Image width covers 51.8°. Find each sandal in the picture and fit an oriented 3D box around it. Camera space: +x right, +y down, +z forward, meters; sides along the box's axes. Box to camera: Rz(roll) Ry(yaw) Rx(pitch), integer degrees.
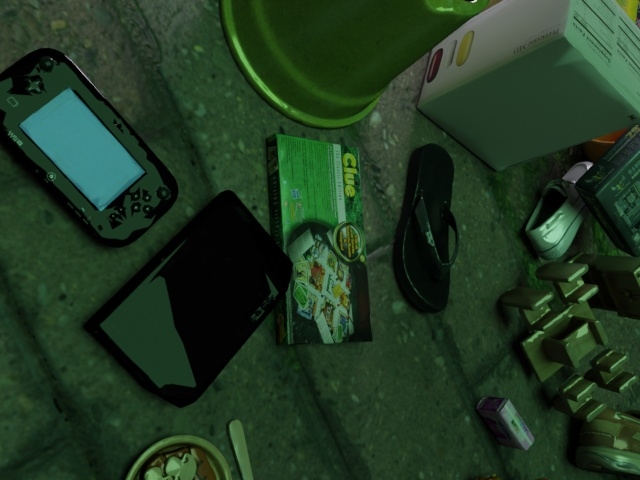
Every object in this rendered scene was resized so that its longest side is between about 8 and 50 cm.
[{"bbox_3d":[0.160,-0.025,0.943,0.097,0.054,0.254,16,70,-34],"label":"sandal"}]

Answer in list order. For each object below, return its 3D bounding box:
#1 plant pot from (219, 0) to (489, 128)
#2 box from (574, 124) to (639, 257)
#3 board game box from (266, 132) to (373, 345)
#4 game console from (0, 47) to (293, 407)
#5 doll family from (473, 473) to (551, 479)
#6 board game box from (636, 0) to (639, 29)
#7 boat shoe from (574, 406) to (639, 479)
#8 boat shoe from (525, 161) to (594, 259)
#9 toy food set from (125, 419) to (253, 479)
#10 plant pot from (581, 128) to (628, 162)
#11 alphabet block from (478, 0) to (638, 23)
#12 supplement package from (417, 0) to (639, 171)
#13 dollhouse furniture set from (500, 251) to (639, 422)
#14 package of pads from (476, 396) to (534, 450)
[{"bbox_3d":[0.059,-0.307,0.803,0.276,0.254,0.276,10,73,-35],"label":"plant pot"},{"bbox_3d":[0.559,-0.111,1.104,0.233,0.059,0.183,-47,123,2],"label":"box"},{"bbox_3d":[0.000,0.000,0.832,0.136,0.030,0.260,4,77,-35],"label":"board game box"},{"bbox_3d":[-0.195,-0.021,0.671,0.361,0.044,0.213,50,56,-17],"label":"game console"},{"bbox_3d":[0.268,0.410,0.910,0.263,0.118,0.163,3,84,-19],"label":"doll family"},{"bbox_3d":[0.717,-0.451,1.482,0.141,0.048,0.170,-23,94,-40],"label":"board game box"},{"bbox_3d":[0.561,0.351,1.131,0.324,0.123,0.116,22,65,-34],"label":"boat shoe"},{"bbox_3d":[0.423,-0.071,1.141,0.076,0.083,0.226,47,56,-21],"label":"boat shoe"},{"bbox_3d":[-0.136,0.262,0.657,0.192,0.038,0.132,-14,88,-39],"label":"toy food set"},{"bbox_3d":[0.617,-0.162,1.256,0.205,0.205,0.188,-49,125,-34],"label":"plant pot"},{"bbox_3d":[0.419,-0.451,1.153,0.193,0.197,0.192,32,62,-28],"label":"alphabet block"},{"bbox_3d":[0.316,-0.243,0.982,0.204,0.262,0.145,31,62,-28],"label":"supplement package"},{"bbox_3d":[0.419,0.129,1.087,0.242,0.161,0.212,-32,101,-16],"label":"dollhouse furniture set"},{"bbox_3d":[0.270,0.267,0.965,0.032,0.050,0.083,-45,108,-30],"label":"package of pads"}]
